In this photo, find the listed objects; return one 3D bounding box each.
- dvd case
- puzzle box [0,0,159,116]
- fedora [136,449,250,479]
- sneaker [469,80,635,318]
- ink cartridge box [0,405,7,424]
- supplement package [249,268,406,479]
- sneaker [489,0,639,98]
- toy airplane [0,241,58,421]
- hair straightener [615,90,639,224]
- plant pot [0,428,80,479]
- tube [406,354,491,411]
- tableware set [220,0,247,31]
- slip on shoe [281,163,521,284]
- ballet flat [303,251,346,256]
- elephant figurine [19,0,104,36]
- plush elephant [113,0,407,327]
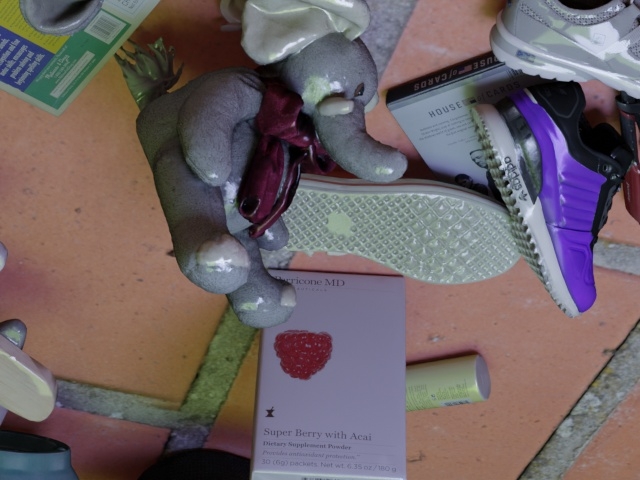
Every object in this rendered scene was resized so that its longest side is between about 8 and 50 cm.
[{"bbox_3d":[0.203,-0.107,1.714,0.179,0.029,0.239,-18,134,22],"label":"dvd case"},{"bbox_3d":[-0.267,-0.304,1.493,0.272,0.052,0.409,27,133,-26],"label":"puzzle box"},{"bbox_3d":[-0.155,0.391,2.206,0.334,0.152,0.334,1,139,1],"label":"fedora"},{"bbox_3d":[0.272,-0.047,1.662,0.146,0.102,0.293,-27,126,-1],"label":"sneaker"},{"bbox_3d":[-0.505,0.253,1.939,0.175,0.371,0.069,-3,112,6],"label":"ink cartridge box"},{"bbox_3d":[0.009,0.202,1.875,0.177,0.293,0.175,3,139,-1],"label":"supplement package"},{"bbox_3d":[0.314,-0.208,1.538,0.281,0.105,0.115,5,133,-8],"label":"sneaker"},{"bbox_3d":[-0.525,0.067,1.809,0.384,0.272,0.386,-12,107,-7],"label":"toy airplane"},{"bbox_3d":[0.361,-0.118,1.696,0.089,0.047,0.230,-27,131,-7],"label":"hair straightener"},{"bbox_3d":[-0.427,0.355,2.065,0.293,0.196,0.293,9,-179,0],"label":"plant pot"},{"bbox_3d":[0.100,0.194,2.049,0.240,0.062,0.070,-12,96,22],"label":"tube"},{"bbox_3d":[-0.036,-0.261,1.556,0.141,0.020,0.169,1,138,1],"label":"tableware set"},{"bbox_3d":[0.067,-0.031,1.752,0.331,0.101,0.123,8,118,-3],"label":"slip on shoe"},{"bbox_3d":[0.000,0.000,1.838,0.114,0.041,0.041,2,139,1],"label":"ballet flat"},{"bbox_3d":[-0.230,-0.268,1.391,0.186,0.169,0.239,7,166,41],"label":"elephant figurine"},{"bbox_3d":[-0.035,-0.106,1.554,0.255,0.330,0.272,-25,158,4],"label":"plush elephant"}]
